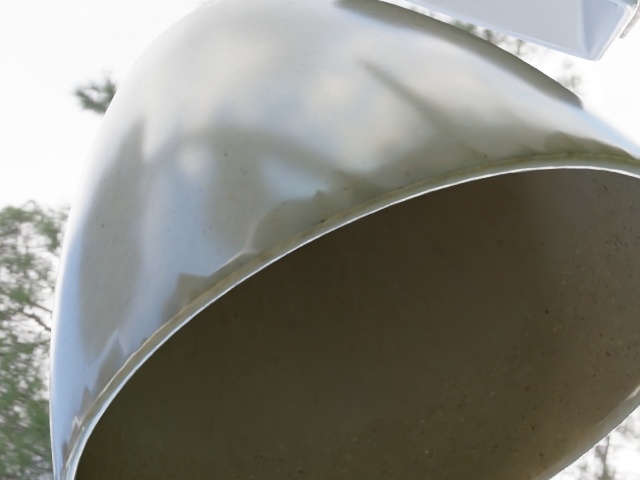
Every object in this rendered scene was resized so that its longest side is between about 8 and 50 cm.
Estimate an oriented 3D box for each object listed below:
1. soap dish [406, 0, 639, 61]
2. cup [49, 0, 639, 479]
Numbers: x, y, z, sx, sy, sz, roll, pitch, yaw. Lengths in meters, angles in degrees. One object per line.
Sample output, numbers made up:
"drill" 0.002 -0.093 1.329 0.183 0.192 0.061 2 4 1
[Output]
"soap dish" 0.142 -0.234 0.821 0.291 0.229 0.118 -10 -60 -80
"cup" 0.000 0.000 0.588 0.331 0.331 0.237 7 -138 -38
